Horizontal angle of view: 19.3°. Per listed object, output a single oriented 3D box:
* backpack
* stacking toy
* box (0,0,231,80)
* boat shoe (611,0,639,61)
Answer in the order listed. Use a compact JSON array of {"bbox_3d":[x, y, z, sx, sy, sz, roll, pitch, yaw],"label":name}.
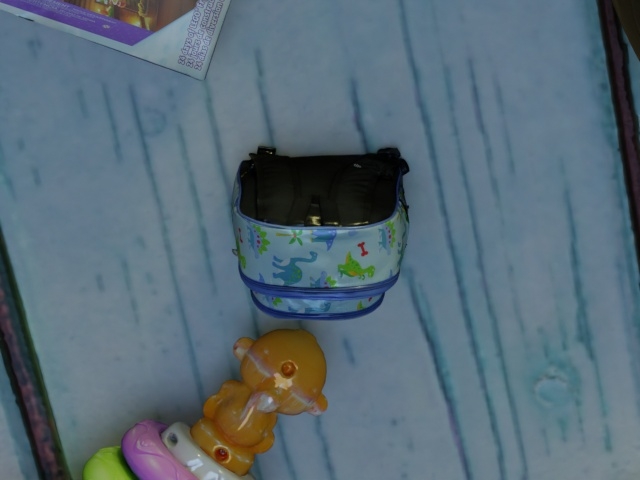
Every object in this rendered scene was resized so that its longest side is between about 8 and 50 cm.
[{"bbox_3d":[0.000,0.000,1.088,0.105,0.114,0.084,0,110,1],"label":"backpack"},{"bbox_3d":[-0.099,0.173,1.152,0.175,0.166,0.302,38,96,3],"label":"stacking toy"},{"bbox_3d":[-0.111,-0.257,1.027,0.201,0.057,0.293,19,110,-6],"label":"box"},{"bbox_3d":[0.182,-0.197,1.033,0.105,0.089,0.285,-16,108,36],"label":"boat shoe"}]
